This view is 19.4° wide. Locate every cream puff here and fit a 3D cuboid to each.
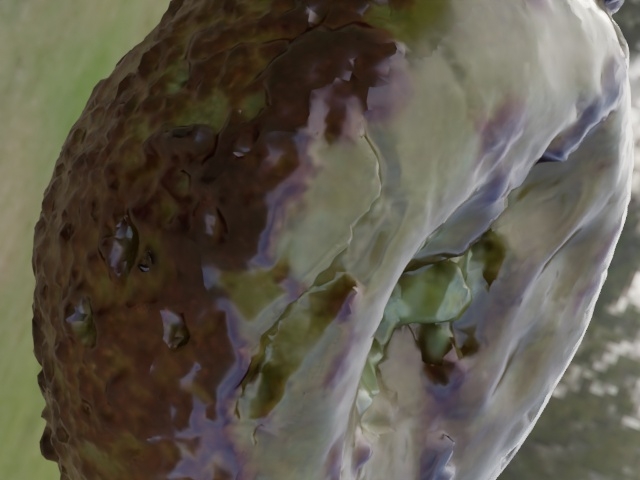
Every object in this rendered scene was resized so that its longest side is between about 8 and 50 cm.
[{"bbox_3d":[0.000,0.000,0.374,0.149,0.084,0.149,-41,148,-32],"label":"cream puff"}]
